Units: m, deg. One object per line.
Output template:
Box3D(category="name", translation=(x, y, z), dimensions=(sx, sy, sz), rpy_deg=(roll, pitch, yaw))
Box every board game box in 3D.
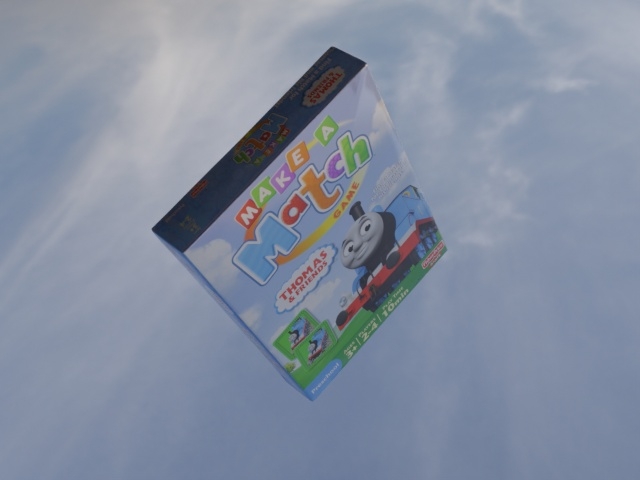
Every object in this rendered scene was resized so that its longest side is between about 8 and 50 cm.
Box3D(category="board game box", translation=(0.000, 0.000, 0.602), dimensions=(0.160, 0.211, 0.039), rpy_deg=(-47, -129, -11))
